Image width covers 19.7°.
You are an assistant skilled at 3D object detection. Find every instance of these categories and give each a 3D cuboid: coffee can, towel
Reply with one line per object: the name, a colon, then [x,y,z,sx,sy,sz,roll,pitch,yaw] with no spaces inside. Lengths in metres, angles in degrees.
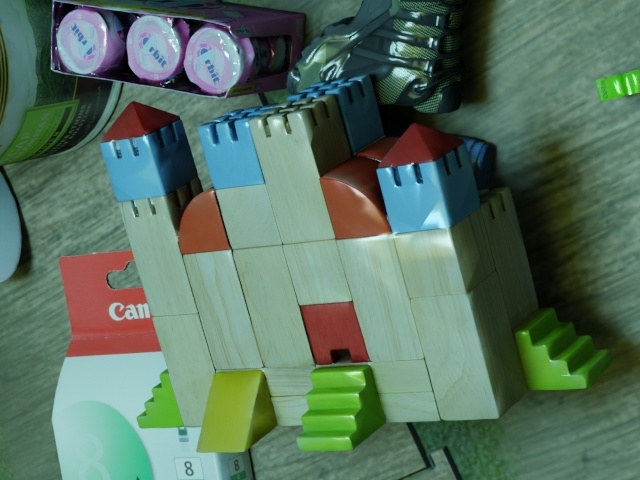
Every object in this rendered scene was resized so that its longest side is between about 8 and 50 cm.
coffee can: [-0.325,-0.149,1.536,0.201,0.275,0.201,8,106,32]
towel: [0.076,-0.054,1.443,0.119,0.029,0.067,11,106,31]

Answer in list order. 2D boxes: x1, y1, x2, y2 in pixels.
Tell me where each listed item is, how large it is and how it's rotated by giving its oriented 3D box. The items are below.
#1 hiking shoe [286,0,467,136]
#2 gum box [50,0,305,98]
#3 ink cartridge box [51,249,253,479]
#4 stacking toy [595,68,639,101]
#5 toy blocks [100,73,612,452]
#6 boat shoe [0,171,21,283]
hiking shoe: [0.081,-0.156,1.392,0.114,0.086,0.227,47,123,1]
gum box: [-0.111,-0.159,1.495,0.188,0.107,0.062,12,107,31]
ink cartridge box: [-0.160,0.122,1.625,0.181,0.056,0.224,-6,99,34]
stacking toy: [0.266,-0.200,1.276,0.221,0.052,0.167,-15,90,37]
toy blocks: [0.000,0.000,1.382,0.381,0.191,0.261,-5,107,35]
boat shoe: [-0.350,-0.057,1.699,0.076,0.080,0.228,-31,86,52]
